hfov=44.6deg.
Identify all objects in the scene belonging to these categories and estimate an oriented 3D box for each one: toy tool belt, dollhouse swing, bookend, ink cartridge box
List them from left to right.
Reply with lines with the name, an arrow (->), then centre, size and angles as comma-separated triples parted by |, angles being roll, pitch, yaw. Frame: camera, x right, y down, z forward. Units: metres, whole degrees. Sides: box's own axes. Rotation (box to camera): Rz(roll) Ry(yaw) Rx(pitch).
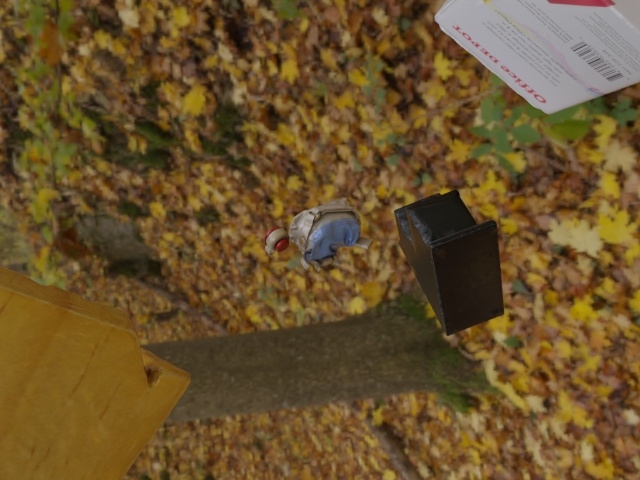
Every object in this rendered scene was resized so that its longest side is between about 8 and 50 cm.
dollhouse swing -> -0.353, 0.075, 0.611 | 0.315, 0.347, 0.305 | -54, 39, 11
toy tool belt -> 0.000, 0.000, 0.649 | 0.051, 0.083, 0.052 | 49, 144, 28
bookend -> 0.136, -0.005, 0.873 | 0.156, 0.072, 0.157 | 71, 177, -46
ink cartridge box -> 0.306, -0.295, 0.970 | 0.131, 0.226, 0.306 | -53, 9, -6
